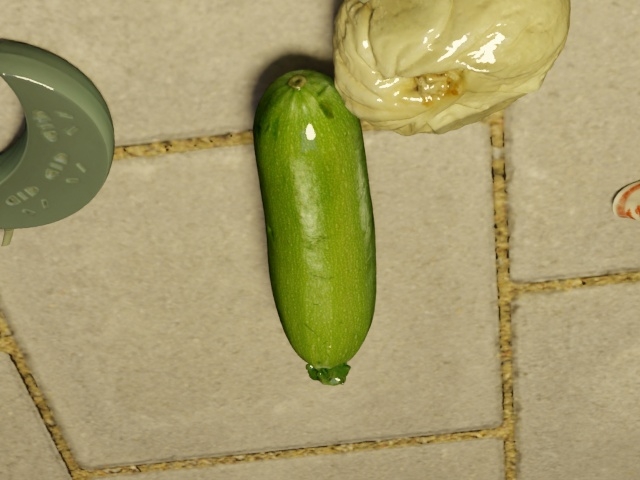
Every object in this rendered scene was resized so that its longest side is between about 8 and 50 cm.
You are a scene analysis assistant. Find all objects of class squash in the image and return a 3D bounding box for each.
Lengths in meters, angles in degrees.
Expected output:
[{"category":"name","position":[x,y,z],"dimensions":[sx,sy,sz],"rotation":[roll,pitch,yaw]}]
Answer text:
[{"category":"squash","position":[0.000,0.000,1.166],"dimensions":[0.101,0.101,0.378],"rotation":[-5,134,1]}]

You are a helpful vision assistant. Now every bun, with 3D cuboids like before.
[{"category":"bun","position":[0.097,-0.148,0.996],"dimensions":[0.188,0.111,0.164],"rotation":[-15,140,8]}]

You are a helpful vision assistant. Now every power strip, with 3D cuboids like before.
[{"category":"power strip","position":[-0.249,-0.068,1.114],"dimensions":[0.137,0.044,0.216],"rotation":[18,134,-23]}]

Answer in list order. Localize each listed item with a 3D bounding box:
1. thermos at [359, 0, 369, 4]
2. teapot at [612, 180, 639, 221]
[{"category":"thermos","position":[-0.045,-0.265,0.824],"dimensions":[0.176,0.146,0.265],"rotation":[19,171,47]},{"category":"teapot","position":[0.388,-0.036,1.159],"dimensions":[0.246,0.116,0.159],"rotation":[-15,126,5]}]
